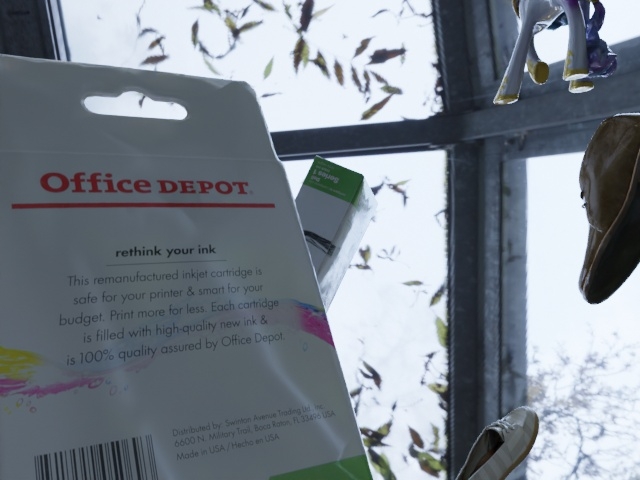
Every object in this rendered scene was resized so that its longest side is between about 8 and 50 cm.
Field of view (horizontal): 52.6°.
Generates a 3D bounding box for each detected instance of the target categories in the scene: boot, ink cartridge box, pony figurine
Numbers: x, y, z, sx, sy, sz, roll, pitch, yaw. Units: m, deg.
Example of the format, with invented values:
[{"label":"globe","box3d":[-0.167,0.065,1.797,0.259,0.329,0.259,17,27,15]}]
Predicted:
[{"label":"boot","box3d":[0.460,-0.051,1.024,0.112,0.115,0.306,8,-77,-40]},{"label":"ink cartridge box","box3d":[-0.110,0.061,0.420,0.207,0.119,0.354,-1,-117,-30]},{"label":"ink cartridge box","box3d":[0.000,0.000,1.042,0.092,0.160,0.220,24,-97,17]},{"label":"pony figurine","box3d":[0.437,-0.456,1.158,0.302,0.351,0.364,-1,-92,-23]}]

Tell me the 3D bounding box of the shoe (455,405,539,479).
[{"label":"shoe","box3d":[0.307,0.363,1.122,0.219,0.076,0.058,-44,-74,-28]}]
